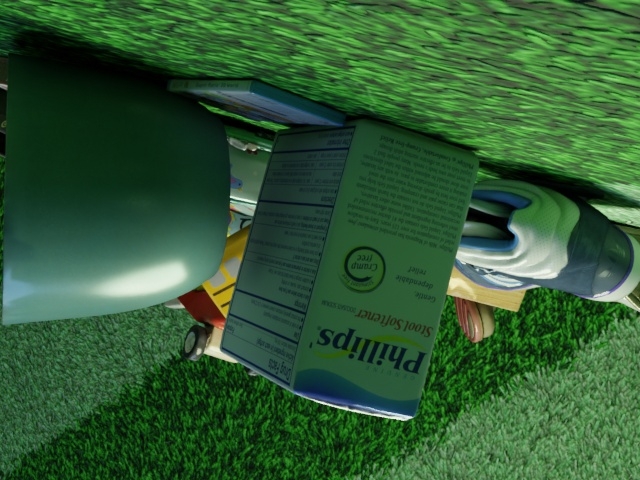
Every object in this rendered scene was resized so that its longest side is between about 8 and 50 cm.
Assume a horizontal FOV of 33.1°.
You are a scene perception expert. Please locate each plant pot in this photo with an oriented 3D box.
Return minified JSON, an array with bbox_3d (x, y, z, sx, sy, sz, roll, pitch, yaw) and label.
[{"bbox_3d":[-0.229,-0.053,1.192,0.235,0.293,0.293,1,-178,-16],"label":"plant pot"}]

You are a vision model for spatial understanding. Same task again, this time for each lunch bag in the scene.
[{"bbox_3d":[-0.160,-0.107,1.464,0.224,0.108,0.279,16,177,-21],"label":"lunch bag"}]

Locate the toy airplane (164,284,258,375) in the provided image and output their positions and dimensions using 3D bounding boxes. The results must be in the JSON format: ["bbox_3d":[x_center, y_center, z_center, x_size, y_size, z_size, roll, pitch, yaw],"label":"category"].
[{"bbox_3d":[-0.183,0.044,1.930,0.384,0.272,0.386,24,-172,16],"label":"toy airplane"}]

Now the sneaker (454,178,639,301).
[{"bbox_3d":[0.203,-0.019,1.290,0.236,0.130,0.322,22,176,-33],"label":"sneaker"}]

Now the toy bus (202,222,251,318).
[{"bbox_3d":[0.000,0.000,1.496,0.332,0.130,0.108,-29,-168,21],"label":"toy bus"}]

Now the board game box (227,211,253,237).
[{"bbox_3d":[-0.033,-0.048,1.695,0.275,0.144,0.142,13,177,8],"label":"board game box"}]

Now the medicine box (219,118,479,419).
[{"bbox_3d":[0.022,0.024,1.203,0.149,0.289,0.263,15,178,-21],"label":"medicine box"}]

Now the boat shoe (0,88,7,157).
[{"bbox_3d":[-0.364,-0.121,1.432,0.324,0.097,0.117,32,163,38],"label":"boat shoe"}]

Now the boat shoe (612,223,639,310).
[{"bbox_3d":[0.406,0.030,1.475,0.302,0.113,0.103,25,179,-4],"label":"boat shoe"}]

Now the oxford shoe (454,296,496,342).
[{"bbox_3d":[0.315,0.072,2.054,0.130,0.123,0.348,-5,-150,5],"label":"oxford shoe"}]

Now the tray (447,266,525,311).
[{"bbox_3d":[0.148,0.002,1.896,0.410,0.076,0.203,15,-157,-8],"label":"tray"}]

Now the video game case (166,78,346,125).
[{"bbox_3d":[-0.069,-0.143,1.114,0.119,0.015,0.166,15,178,-38],"label":"video game case"}]

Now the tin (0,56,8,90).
[{"bbox_3d":[-0.331,-0.192,1.333,0.189,0.040,0.106,13,174,26],"label":"tin"}]
